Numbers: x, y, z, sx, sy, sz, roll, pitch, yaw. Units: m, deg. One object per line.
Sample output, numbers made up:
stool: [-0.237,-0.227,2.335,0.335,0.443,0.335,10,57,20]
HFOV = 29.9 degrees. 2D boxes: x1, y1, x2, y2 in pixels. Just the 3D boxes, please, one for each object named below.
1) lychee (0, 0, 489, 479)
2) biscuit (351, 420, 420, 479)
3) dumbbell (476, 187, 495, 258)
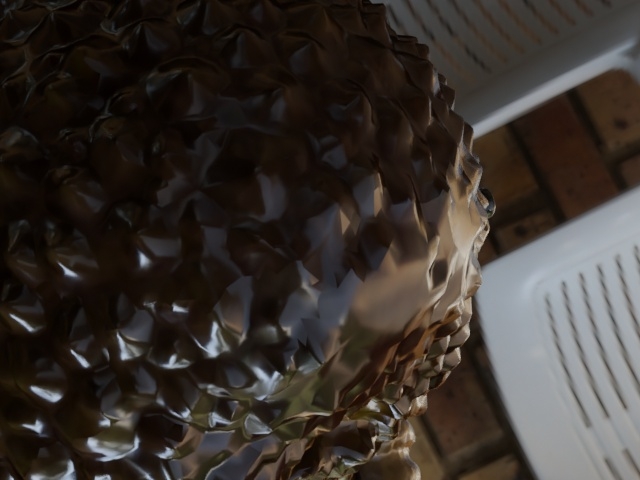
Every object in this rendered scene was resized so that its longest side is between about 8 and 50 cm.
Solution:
lychee: [-0.065,-0.008,0.490,0.267,0.267,0.267,64,176,8]
biscuit: [0.018,0.118,0.700,0.183,0.061,0.118,-105,33,-46]
dumbbell: [0.000,0.000,0.927,0.192,0.289,0.192,167,90,-76]
